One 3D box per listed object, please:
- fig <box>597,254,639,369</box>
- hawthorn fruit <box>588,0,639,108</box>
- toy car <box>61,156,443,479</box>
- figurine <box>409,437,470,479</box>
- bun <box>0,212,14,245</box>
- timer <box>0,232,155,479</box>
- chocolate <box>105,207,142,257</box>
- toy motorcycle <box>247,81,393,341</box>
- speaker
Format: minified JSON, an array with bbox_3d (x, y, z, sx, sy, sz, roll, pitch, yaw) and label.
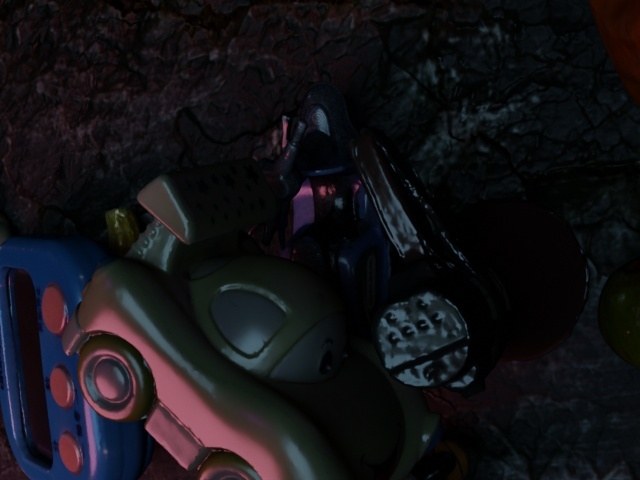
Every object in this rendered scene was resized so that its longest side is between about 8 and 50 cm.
[{"bbox_3d":[0.386,0.119,1.081,0.124,0.124,0.236,-31,106,24],"label":"fig"},{"bbox_3d":[0.434,-0.249,0.819,0.471,0.472,0.472,3,99,23],"label":"hawthorn fruit"},{"bbox_3d":[-0.045,0.107,0.965,0.336,0.242,0.226,40,115,16],"label":"toy car"},{"bbox_3d":[0.076,0.296,1.154,0.176,0.236,0.133,-40,80,24],"label":"figurine"},{"bbox_3d":[-0.521,0.027,1.454,0.183,0.102,0.183,2,96,22],"label":"bun"},{"bbox_3d":[-0.327,0.158,1.328,0.309,0.115,0.340,2,99,51],"label":"timer"},{"bbox_3d":[-0.239,0.064,1.350,0.085,0.085,0.219,-13,88,25],"label":"chocolate"},{"bbox_3d":[0.000,0.000,1.159,0.125,0.212,0.358,-1,97,25],"label":"toy motorcycle"},{"bbox_3d":[0.151,0.017,1.048,0.198,0.329,0.259,0,91,24],"label":"speaker"}]
